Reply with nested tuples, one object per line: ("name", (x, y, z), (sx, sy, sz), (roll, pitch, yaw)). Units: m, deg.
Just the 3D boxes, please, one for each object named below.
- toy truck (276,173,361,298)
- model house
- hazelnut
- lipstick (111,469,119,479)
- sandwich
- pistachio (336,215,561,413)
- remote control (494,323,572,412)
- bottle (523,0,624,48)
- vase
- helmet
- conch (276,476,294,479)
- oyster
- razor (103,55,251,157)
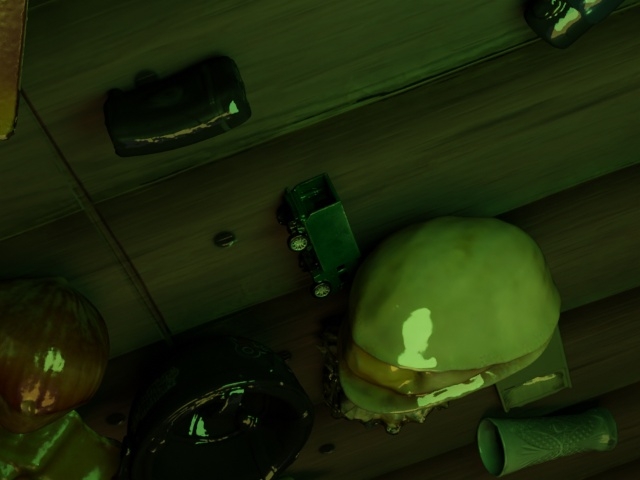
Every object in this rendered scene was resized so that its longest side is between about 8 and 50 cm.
("toy truck", (0.000, 0.000, 1.201), (0.079, 0.065, 0.147), (-23, 133, -2))
("model house", (-0.425, 0.276, 1.264), (0.268, 0.173, 0.239), (-41, 124, 3))
("hazelnut", (-0.331, 0.132, 1.142), (0.182, 0.182, 0.182), (-9, 134, -10))
("lipstick", (-0.359, 0.367, 1.438), (0.145, 0.045, 0.045), (-35, 135, 15))
("sandwich", (-0.317, -0.202, 0.910), (0.162, 0.058, 0.193), (-38, 130, 16))
("pistachio", (0.157, 0.089, 1.221), (0.309, 0.230, 0.230), (-28, 141, -31))
("remote control", (0.304, 0.162, 1.478), (0.123, 0.038, 0.285), (-23, 137, 5))
("bottle", (0.318, -0.301, 1.018), (0.244, 0.072, 0.082), (-44, 151, 23))
("vase", (0.376, 0.323, 1.615), (0.219, 0.096, 0.096), (-5, 133, -18))
("helmet", (-0.149, 0.227, 1.295), (0.279, 0.160, 0.230), (-42, 135, 20))
("conch", (-0.056, 0.408, 1.576), (0.180, 0.088, 0.065), (-4, 90, -7))
("oyster", (0.086, 0.196, 1.401), (0.198, 0.092, 0.260), (-39, 139, 22))
("razor", (-0.148, -0.133, 1.010), (0.148, 0.090, 0.054), (-18, 134, 2))
